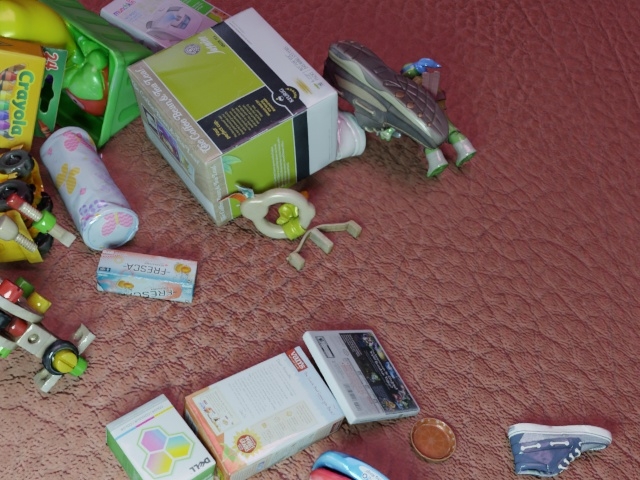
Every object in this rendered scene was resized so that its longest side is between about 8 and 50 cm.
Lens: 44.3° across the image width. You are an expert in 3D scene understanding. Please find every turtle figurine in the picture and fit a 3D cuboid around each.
[{"bbox_3d":[0.244,-0.282,1.932,0.197,0.274,0.266,-12,70,-54],"label":"turtle figurine"}]

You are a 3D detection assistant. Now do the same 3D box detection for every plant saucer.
[{"bbox_3d":[0.199,0.355,1.398,0.083,0.013,0.084,7,46,-8],"label":"plant saucer"}]

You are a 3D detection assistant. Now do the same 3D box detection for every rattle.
[{"bbox_3d":[-0.111,-0.097,1.636,0.199,0.130,0.143,19,55,-17],"label":"rattle"}]

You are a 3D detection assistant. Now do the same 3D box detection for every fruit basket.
[{"bbox_3d":[-0.590,-0.388,1.683,0.391,0.283,0.392,16,33,-11],"label":"fruit basket"}]

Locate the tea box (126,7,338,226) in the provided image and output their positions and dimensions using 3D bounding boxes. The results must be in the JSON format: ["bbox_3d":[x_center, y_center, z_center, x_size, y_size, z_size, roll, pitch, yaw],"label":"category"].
[{"bbox_3d":[-0.183,-0.269,1.685,0.323,0.220,0.329,-30,60,-19],"label":"tea box"}]

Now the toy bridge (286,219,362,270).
[{"bbox_3d":[0.000,0.000,1.662,0.188,0.026,0.063,-28,58,-33],"label":"toy bridge"}]

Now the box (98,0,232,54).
[{"bbox_3d":[-0.384,-0.508,1.928,0.231,0.127,0.262,32,43,0],"label":"box"}]

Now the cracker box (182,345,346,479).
[{"bbox_3d":[-0.095,0.296,1.339,0.232,0.067,0.156,-20,58,-28],"label":"cracker box"}]

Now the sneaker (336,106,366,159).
[{"bbox_3d":[-0.030,-0.302,1.868,0.152,0.114,0.305,-26,60,-33],"label":"sneaker"}]

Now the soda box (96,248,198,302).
[{"bbox_3d":[-0.328,0.068,1.494,0.183,0.058,0.063,8,47,-6],"label":"soda box"}]

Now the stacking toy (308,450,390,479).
[{"bbox_3d":[-0.005,0.477,1.163,0.175,0.166,0.302,37,64,6],"label":"stacking toy"}]

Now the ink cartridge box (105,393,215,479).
[{"bbox_3d":[-0.240,0.358,1.248,0.109,0.062,0.209,-26,60,-33],"label":"ink cartridge box"}]

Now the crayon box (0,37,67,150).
[{"bbox_3d":[-0.650,-0.286,1.489,0.318,0.202,0.081,3,31,-30],"label":"crayon box"}]

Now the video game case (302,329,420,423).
[{"bbox_3d":[0.074,0.241,1.421,0.173,0.022,0.190,5,42,-43],"label":"video game case"}]

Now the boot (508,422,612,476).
[{"bbox_3d":[0.432,0.381,1.407,0.189,0.069,0.086,2,55,-2],"label":"boot"}]

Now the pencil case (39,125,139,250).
[{"bbox_3d":[-0.466,-0.105,1.581,0.273,0.113,0.124,54,14,31],"label":"pencil case"}]

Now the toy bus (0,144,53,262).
[{"bbox_3d":[-0.628,-0.055,1.488,0.211,0.150,0.220,-12,48,-4],"label":"toy bus"}]

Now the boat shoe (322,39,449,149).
[{"bbox_3d":[0.144,-0.318,1.811,0.355,0.130,0.132,45,40,19],"label":"boat shoe"}]

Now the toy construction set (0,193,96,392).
[{"bbox_3d":[-0.492,0.107,1.337,0.237,0.257,0.309,42,54,-36],"label":"toy construction set"}]
